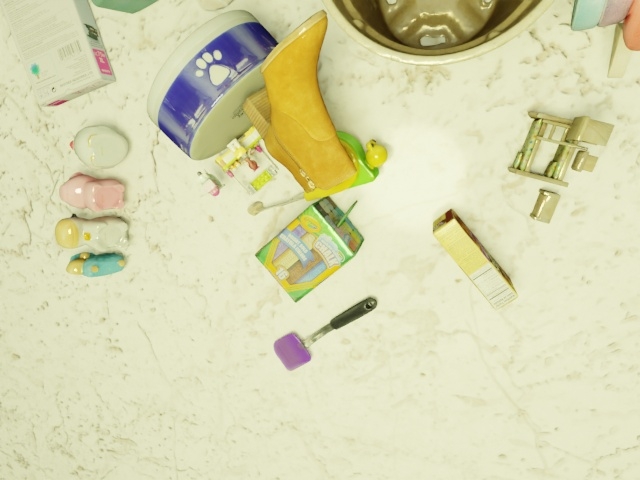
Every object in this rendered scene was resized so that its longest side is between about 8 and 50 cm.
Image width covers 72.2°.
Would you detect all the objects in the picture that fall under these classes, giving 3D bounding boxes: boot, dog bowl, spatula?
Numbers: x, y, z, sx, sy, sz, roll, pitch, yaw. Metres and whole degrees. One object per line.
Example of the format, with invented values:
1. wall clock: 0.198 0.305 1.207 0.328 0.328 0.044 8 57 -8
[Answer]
1. boot: -0.006 -0.192 0.694 0.211 0.104 0.295 49 154 -8
2. dog bowl: -0.179 -0.274 0.805 0.104 0.265 0.265 46 110 -2
3. spatula: 0.008 0.208 1.002 0.296 0.030 0.084 -36 91 20

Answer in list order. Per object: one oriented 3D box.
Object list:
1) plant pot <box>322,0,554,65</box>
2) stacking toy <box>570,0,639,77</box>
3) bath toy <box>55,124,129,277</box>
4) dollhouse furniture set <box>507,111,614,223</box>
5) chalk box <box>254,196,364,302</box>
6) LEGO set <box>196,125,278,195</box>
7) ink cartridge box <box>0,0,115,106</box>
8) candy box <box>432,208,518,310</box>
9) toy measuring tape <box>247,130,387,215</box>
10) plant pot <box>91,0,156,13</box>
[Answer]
1. plant pot: 0.177 -0.418 0.654 0.334 0.305 0.333 4 105 13
2. stacking toy: 0.392 -0.400 0.611 0.130 0.279 0.308 10 83 23
3. bath toy: -0.531 -0.095 1.021 0.129 0.151 0.348 26 113 44
4. dollhouse furniture set: 0.385 -0.120 0.752 0.101 0.161 0.181 17 107 10
5. chalk box: 0.000 0.000 0.898 0.213 0.132 0.132 -39 92 21
6. LEGO set: -0.112 -0.184 0.891 0.287 0.132 0.107 -39 101 14
7. ink cartridge box: -0.592 -0.478 0.968 0.186 0.065 0.311 -13 102 17
8. candy box: 0.293 0.032 0.843 0.053 0.109 0.186 -38 93 20
9. toy measuring tape: -0.025 -0.141 0.886 0.330 0.121 0.121 -14 100 27
10. plant pot: -0.362 -0.566 0.837 0.234 0.165 0.165 -32 94 28
